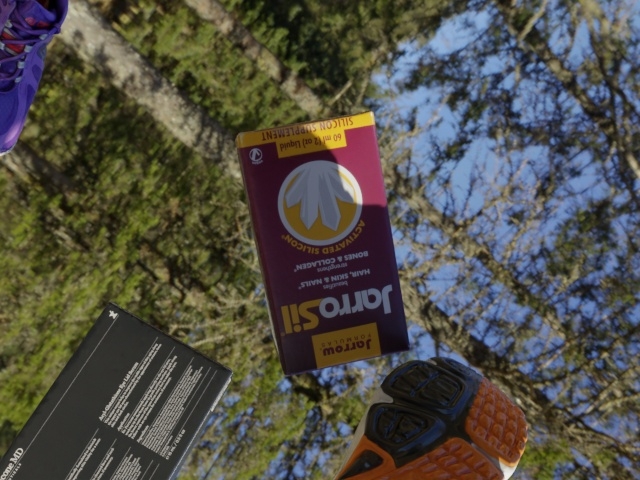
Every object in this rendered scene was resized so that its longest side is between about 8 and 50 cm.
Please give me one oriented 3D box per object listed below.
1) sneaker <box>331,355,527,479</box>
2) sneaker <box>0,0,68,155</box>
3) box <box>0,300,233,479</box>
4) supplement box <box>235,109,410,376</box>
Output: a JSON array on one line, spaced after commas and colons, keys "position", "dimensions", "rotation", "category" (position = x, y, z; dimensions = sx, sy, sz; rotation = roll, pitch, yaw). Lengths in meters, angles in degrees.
[{"position": [0.038, 0.176, 0.397], "dimensions": [0.262, 0.099, 0.121], "rotation": [-31, 150, -44], "category": "sneaker"}, {"position": [-0.219, -0.143, 0.435], "dimensions": [0.071, 0.068, 0.169], "rotation": [17, -86, 42], "category": "sneaker"}, {"position": [-0.254, 0.238, 0.776], "dimensions": [0.261, 0.184, 0.103], "rotation": [-60, 179, -19], "category": "box"}, {"position": [0.000, 0.000, 0.496], "dimensions": [0.104, 0.188, 0.081], "rotation": [-11, -171, -7], "category": "supplement box"}]
